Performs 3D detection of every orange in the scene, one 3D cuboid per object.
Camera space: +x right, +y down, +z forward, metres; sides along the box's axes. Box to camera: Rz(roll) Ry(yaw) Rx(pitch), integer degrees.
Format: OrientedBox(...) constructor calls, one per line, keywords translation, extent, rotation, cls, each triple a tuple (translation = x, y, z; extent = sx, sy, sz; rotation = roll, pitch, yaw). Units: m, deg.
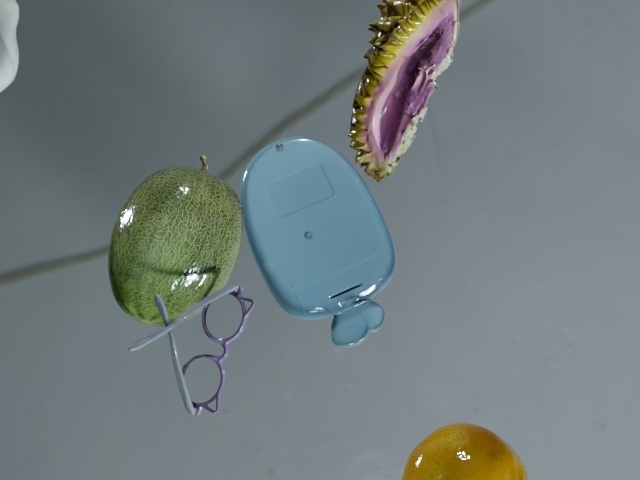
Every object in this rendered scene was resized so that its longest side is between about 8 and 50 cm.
OrientedBox(translation=(0.168, 0.288, 1.583), extent=(0.136, 0.159, 0.158), rotation=(1, 76, 36), cls="orange")

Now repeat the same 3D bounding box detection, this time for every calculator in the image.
OrientedBox(translation=(0.000, 0.000, 1.915), extent=(0.188, 0.042, 0.302), rotation=(-24, 83, -9), cls="calculator")

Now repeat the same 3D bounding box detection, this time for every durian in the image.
OrientedBox(translation=(0.106, -0.255, 1.963), extent=(0.112, 0.341, 0.191), rotation=(12, 36, -13), cls="durian")

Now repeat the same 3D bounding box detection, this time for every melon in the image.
OrientedBox(translation=(-0.152, -0.002, 1.473), extent=(0.139, 0.139, 0.192), rotation=(14, 75, 23), cls="melon")

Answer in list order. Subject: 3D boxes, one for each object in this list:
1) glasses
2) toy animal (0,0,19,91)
OrientedBox(translation=(-0.131, 0.099, 1.376), extent=(0.063, 0.104, 0.139), rotation=(18, 85, 33), cls="glasses")
OrientedBox(translation=(-0.485, -0.283, 1.703), extent=(0.174, 0.289, 0.249), rotation=(-58, 28, -8), cls="toy animal")
